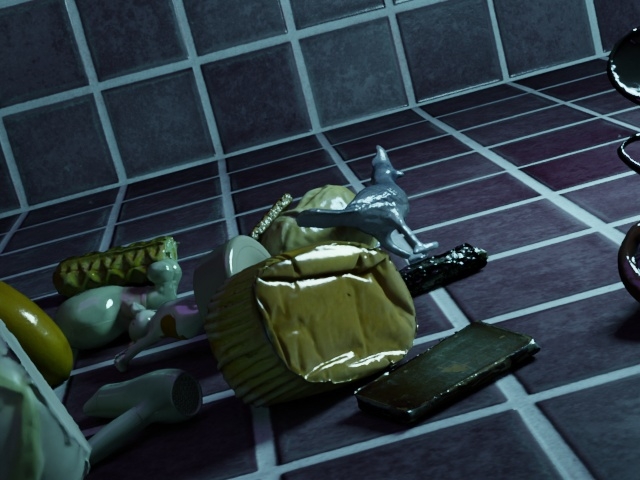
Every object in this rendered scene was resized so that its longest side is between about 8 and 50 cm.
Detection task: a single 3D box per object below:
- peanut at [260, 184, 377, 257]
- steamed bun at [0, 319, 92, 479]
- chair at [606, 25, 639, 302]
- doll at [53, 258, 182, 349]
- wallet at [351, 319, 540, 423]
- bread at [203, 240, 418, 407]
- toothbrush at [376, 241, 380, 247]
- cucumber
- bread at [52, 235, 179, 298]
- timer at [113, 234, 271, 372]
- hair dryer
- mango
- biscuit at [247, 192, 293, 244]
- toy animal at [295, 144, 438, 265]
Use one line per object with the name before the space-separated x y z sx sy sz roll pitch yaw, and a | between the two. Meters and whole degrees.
peanut | -0.002 0.005 2.149 0.174 0.158 0.340 -47 -2 32
steamed bun | -0.440 0.240 1.430 0.310 0.309 0.309 -14 13 3
chair | 0.478 -0.064 1.555 0.227 0.401 0.226 -9 40 7
doll | -0.357 0.128 2.154 0.275 0.113 0.155 -23 6 -7
wallet | 0.160 0.168 1.586 0.232 0.031 0.122 -25 21 -31
bread | -0.018 0.112 1.702 0.288 0.204 0.156 -24 -2 -44
toothbrush | -0.012 0.019 2.395 0.288 0.024 0.026 -6 30 29
cucumber | 0.184 0.051 2.005 0.182 0.053 0.053 -22 15 -19
bread | -0.417 0.057 2.532 0.270 0.098 0.087 -12 -28 12
timer | -0.203 0.116 1.970 0.266 0.175 0.175 -22 10 23
hair dryer | -0.294 0.258 1.676 0.206 0.075 0.237 -12 20 41
mango | -0.512 0.141 1.983 0.255 0.139 0.175 23 -20 7
biscuit | -0.116 0.010 2.193 0.131 0.025 0.231 -50 -5 -34
toy animal | 0.104 -0.034 2.090 0.081 0.206 0.367 -48 -3 31
